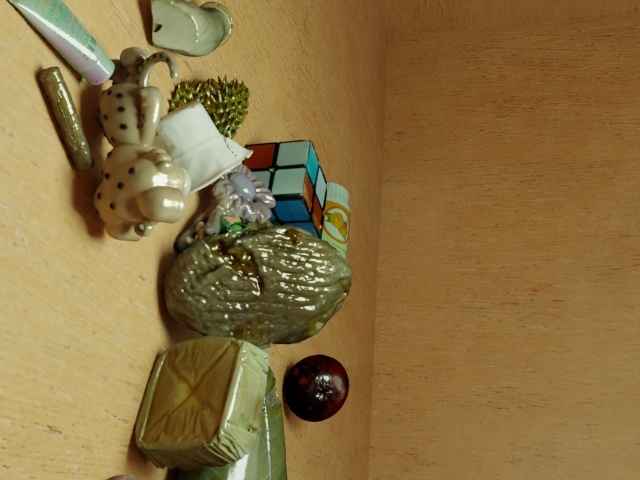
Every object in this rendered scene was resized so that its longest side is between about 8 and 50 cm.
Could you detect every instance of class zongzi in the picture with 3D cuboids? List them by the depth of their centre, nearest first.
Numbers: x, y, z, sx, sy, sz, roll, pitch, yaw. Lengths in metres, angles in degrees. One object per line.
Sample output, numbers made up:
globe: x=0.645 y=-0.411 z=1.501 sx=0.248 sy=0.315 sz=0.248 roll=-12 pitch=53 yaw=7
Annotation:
zongzi: x=-0.189 y=0.377 z=1.233 sx=0.393 sy=0.174 sz=0.355 roll=-5 pitch=89 yaw=-69

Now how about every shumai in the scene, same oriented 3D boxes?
shumai: x=-0.126 y=0.068 z=1.355 sx=0.283 sy=0.346 sz=0.216 roll=-150 pitch=-126 yaw=-73

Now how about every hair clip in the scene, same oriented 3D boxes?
hair clip: x=-0.185 y=-0.070 z=1.386 sx=0.173 sy=0.069 sz=0.300 roll=44 pitch=38 yaw=-14

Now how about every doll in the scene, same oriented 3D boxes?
doll: x=-0.263 y=-0.140 z=1.029 sx=0.119 sy=0.154 sz=0.277 roll=5 pitch=81 yaw=-51

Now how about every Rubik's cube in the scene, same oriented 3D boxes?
Rubik's cube: x=-0.087 y=-0.110 z=1.657 sx=0.183 sy=0.167 sz=0.180 roll=69 pitch=23 yaw=-54

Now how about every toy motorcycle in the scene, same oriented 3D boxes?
toy motorcycle: x=-0.180 y=0.006 z=1.490 sx=0.190 sy=0.074 sz=0.106 roll=26 pitch=54 yaw=-72

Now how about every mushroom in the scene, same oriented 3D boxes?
mushroom: x=-0.231 y=-0.384 z=1.293 sx=0.096 sy=0.108 sz=0.247 roll=-54 pitch=176 yaw=22

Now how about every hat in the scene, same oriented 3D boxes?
hat: x=-0.225 y=-0.153 z=1.183 sx=0.126 sy=0.203 sz=0.203 roll=60 pitch=23 yaw=-15

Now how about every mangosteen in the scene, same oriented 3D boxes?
mangosteen: x=-0.015 y=0.388 z=1.904 sx=0.200 sy=0.200 sz=0.199 roll=-2 pitch=90 yaw=-75

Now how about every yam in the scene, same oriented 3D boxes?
yam: x=-0.341 y=-0.162 z=0.963 sx=0.032 sy=0.032 sz=0.145 roll=-71 pitch=156 yaw=-53

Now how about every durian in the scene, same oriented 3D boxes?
durian: x=-0.208 y=-0.233 z=1.353 sx=0.139 sy=0.145 sz=0.252 roll=106 pitch=-13 yaw=-58

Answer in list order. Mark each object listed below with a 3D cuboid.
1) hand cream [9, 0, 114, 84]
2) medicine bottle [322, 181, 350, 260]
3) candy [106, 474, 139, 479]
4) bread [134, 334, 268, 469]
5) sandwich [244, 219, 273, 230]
hand cream: x=-0.346 y=-0.285 z=0.953 sx=0.174 sy=0.047 sz=0.076 roll=54 pitch=37 yaw=-51
medicine bottle: x=0.000 y=0.000 z=1.993 sx=0.158 sy=0.158 sz=0.318 roll=63 pitch=28 yaw=-58
candy: x=-0.295 y=0.398 z=1.047 sx=0.103 sy=0.043 sz=0.103 roll=-4 pitch=90 yaw=-73
bread: x=-0.190 y=0.266 z=1.166 sx=0.109 sy=0.192 sz=0.209 roll=56 pitch=31 yaw=-43
sandwich: x=-0.105 y=0.037 z=1.617 sx=0.113 sy=0.079 sz=0.163 roll=14 pitch=55 yaw=-56
